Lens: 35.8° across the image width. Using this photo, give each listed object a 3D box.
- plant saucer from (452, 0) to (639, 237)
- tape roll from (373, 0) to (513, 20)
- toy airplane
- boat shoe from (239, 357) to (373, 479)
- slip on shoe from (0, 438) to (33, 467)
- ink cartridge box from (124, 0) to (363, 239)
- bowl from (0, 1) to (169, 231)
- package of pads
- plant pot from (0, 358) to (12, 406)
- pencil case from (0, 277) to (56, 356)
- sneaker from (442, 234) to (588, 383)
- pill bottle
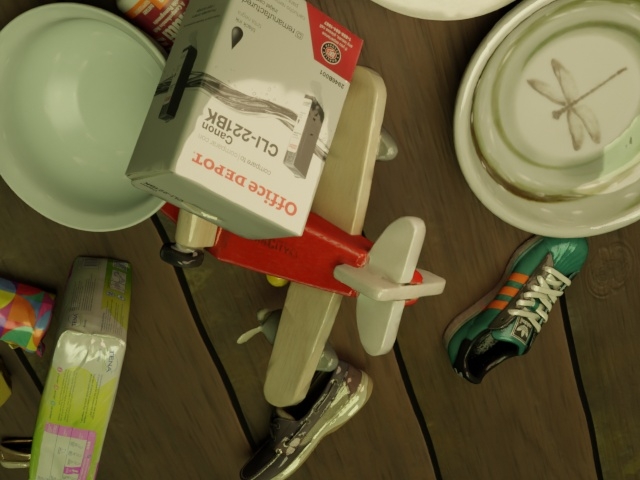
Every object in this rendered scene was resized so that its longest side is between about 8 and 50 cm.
[{"bbox_3d":[0.379,-0.199,1.429,0.401,0.100,0.400,-3,120,-6],"label":"plant saucer"},{"bbox_3d":[0.165,-0.477,1.264,0.392,0.072,0.391,-4,119,-7],"label":"tape roll"},{"bbox_3d":[0.000,0.000,1.390,0.386,0.272,0.384,-29,87,23],"label":"toy airplane"},{"bbox_3d":[-0.040,0.303,1.650,0.285,0.103,0.092,-43,111,11],"label":"boat shoe"},{"bbox_3d":[-0.465,0.349,1.642,0.135,0.051,0.041,1,121,1],"label":"slip on shoe"},{"bbox_3d":[-0.087,-0.159,1.189,0.197,0.114,0.272,27,74,-35],"label":"ink cartridge box"},{"bbox_3d":[-0.287,-0.171,1.306,0.298,0.134,0.297,6,111,15],"label":"bowl"},{"bbox_3d":[-0.357,0.202,1.472,0.101,0.229,0.296,11,116,-14],"label":"package of pads"},{"bbox_3d":[-0.531,0.226,1.549,0.083,0.081,0.081,-21,120,-8],"label":"plant pot"},{"bbox_3d":[-0.511,0.098,1.470,0.236,0.104,0.104,21,114,-17],"label":"pencil case"},{"bbox_3d":[0.324,0.111,1.579,0.108,0.121,0.302,33,109,-23],"label":"sneaker"},{"bbox_3d":[-0.146,-0.282,1.297,0.221,0.121,0.121,39,107,-24],"label":"pill bottle"}]
